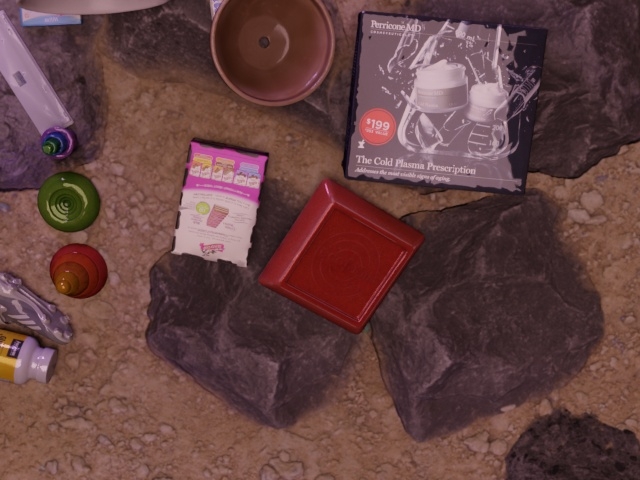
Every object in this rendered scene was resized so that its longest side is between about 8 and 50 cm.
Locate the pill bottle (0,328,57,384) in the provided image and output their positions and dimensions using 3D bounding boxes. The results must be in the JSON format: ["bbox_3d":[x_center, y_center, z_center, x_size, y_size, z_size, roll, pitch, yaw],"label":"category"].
[{"bbox_3d":[-0.647,0.240,1.947,0.184,0.103,0.103,13,102,-3],"label":"pill bottle"}]

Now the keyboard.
[{"bbox_3d":[-0.589,-0.327,1.867,0.072,0.014,0.256,-28,101,12],"label":"keyboard"}]

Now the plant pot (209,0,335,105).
[{"bbox_3d":[-0.098,-0.378,1.789,0.238,0.110,0.237,-3,103,-13],"label":"plant pot"}]

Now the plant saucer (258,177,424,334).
[{"bbox_3d":[0.049,0.044,1.898,0.259,0.047,0.259,30,101,-20],"label":"plant saucer"}]

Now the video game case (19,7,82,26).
[{"bbox_3d":[-0.529,-0.502,1.823,0.119,0.015,0.166,-2,103,1],"label":"video game case"}]

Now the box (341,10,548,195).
[{"bbox_3d":[0.225,-0.264,1.790,0.344,0.179,0.312,5,101,-1],"label":"box"}]

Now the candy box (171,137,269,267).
[{"bbox_3d":[-0.201,-0.076,1.889,0.159,0.071,0.233,12,102,-3],"label":"candy box"}]

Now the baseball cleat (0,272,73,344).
[{"bbox_3d":[-0.612,0.157,1.955,0.206,0.072,0.109,45,113,-4],"label":"baseball cleat"}]

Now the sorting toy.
[{"bbox_3d":[-0.512,-0.040,1.869,0.127,0.126,0.365,-3,105,2],"label":"sorting toy"}]

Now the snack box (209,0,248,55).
[{"bbox_3d":[-0.181,-0.448,1.829,0.064,0.022,0.178,-6,103,1],"label":"snack box"}]

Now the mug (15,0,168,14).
[{"bbox_3d":[-0.465,-0.587,1.677,0.374,0.276,0.327,-4,95,7],"label":"mug"}]
